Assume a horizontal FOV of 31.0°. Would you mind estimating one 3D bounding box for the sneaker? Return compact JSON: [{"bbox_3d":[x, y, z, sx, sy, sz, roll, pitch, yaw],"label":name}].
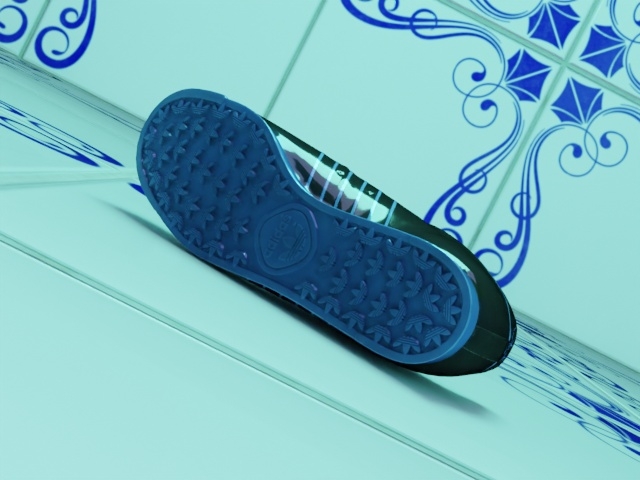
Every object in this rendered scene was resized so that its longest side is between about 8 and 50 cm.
[{"bbox_3d":[0.000,0.000,0.603,0.232,0.081,0.090,37,5,31],"label":"sneaker"}]
